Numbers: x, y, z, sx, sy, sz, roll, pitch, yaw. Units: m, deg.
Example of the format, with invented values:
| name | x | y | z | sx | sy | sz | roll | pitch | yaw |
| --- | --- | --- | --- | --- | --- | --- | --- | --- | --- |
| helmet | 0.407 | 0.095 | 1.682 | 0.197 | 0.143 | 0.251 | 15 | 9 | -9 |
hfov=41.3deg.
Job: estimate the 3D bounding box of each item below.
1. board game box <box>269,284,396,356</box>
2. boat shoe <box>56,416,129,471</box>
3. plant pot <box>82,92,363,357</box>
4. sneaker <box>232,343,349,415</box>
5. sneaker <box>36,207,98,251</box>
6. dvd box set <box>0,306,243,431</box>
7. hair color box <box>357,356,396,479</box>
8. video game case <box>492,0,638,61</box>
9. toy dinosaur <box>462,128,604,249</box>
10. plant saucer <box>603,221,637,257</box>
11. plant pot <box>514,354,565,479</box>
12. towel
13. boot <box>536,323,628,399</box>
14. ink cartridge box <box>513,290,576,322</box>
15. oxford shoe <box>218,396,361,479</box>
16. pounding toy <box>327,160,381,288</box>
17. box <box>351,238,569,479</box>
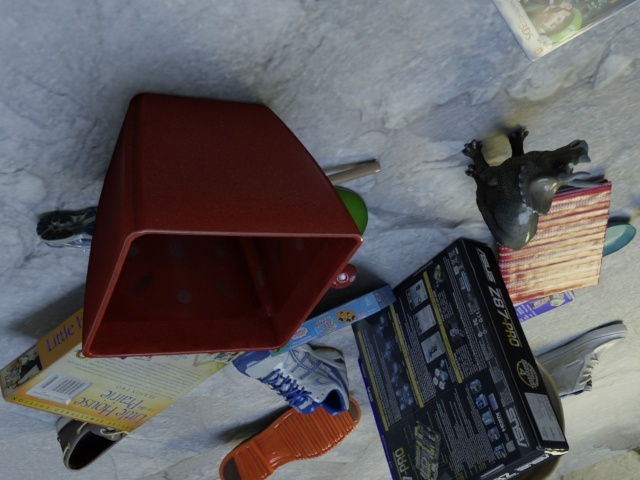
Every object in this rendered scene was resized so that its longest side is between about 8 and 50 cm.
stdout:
| name | x | y | z | sx | sy | sz | roll | pitch | yaw |
| --- | --- | --- | --- | --- | --- | --- | --- | --- | --- |
| board game box | 0.022 | 0.142 | 1.519 | 0.211 | 0.039 | 0.160 | -24 | 175 | 14 |
| boat shoe | -0.408 | 0.346 | 1.649 | 0.116 | 0.097 | 0.324 | 18 | 136 | -42 |
| plant pot | -0.145 | -0.027 | 1.035 | 0.267 | 0.236 | 0.267 | 1 | 144 | -27 |
| sneaker | -0.043 | 0.272 | 1.674 | 0.296 | 0.131 | 0.112 | 18 | 137 | -42 |
| sneaker | -0.318 | -0.012 | 1.168 | 0.135 | 0.052 | 0.058 | 0 | 157 | -12 |
| dvd box set | -0.260 | 0.158 | 1.387 | 0.420 | 0.062 | 0.307 | -36 | 145 | 13 |
| hair color box | 0.217 | 0.371 | 1.750 | 0.185 | 0.339 | 0.110 | 5 | 142 | -32 |
| video game case | 0.304 | -0.307 | 1.002 | 0.190 | 0.022 | 0.173 | -29 | 148 | 20 |
| toy dinosaur | 0.281 | -0.056 | 1.263 | 0.121 | 0.160 | 0.313 | -7 | 147 | -15 |
| plant saucer | 0.537 | -0.003 | 1.607 | 0.119 | 0.021 | 0.119 | -12 | 149 | -8 |
| plant pot | 0.356 | 0.424 | 1.980 | 0.323 | 0.323 | 0.280 | 9 | 157 | -36 |
| towel | 0.411 | 0.010 | 1.516 | 0.199 | 0.031 | 0.275 | -14 | 137 | -2 |
| boot | 0.642 | 0.307 | 2.060 | 0.258 | 0.123 | 0.095 | -31 | 146 | 24 |
| ink cartridge box | 0.388 | 0.112 | 1.700 | 0.208 | 0.045 | 0.206 | -28 | 147 | 15 |
| oxford shoe | -0.072 | 0.461 | 2.014 | 0.364 | 0.130 | 0.133 | -26 | -179 | 4 |
| pounding toy | 0.000 | 0.000 | 1.270 | 0.183 | 0.110 | 0.237 | -7 | 149 | -15 |
| box | 0.226 | 0.246 | 1.497 | 0.097 | 0.395 | 0.318 | 14 | 138 | -39 |
